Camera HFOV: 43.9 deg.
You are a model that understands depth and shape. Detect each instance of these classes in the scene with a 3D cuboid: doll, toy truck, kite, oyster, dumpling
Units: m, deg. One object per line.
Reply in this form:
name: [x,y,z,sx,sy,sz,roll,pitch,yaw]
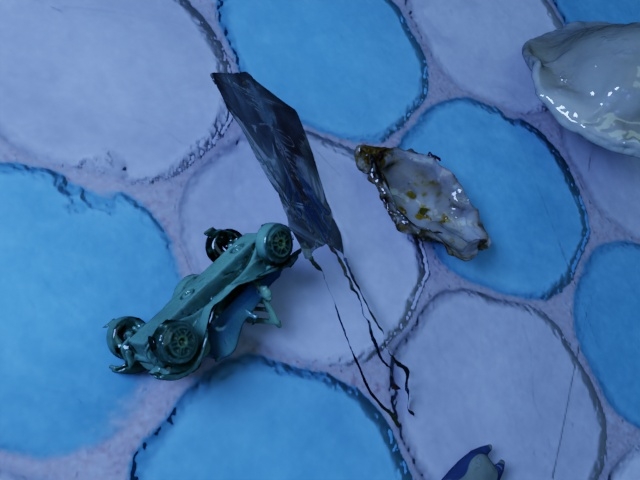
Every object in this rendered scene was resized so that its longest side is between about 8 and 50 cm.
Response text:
doll: [0.105,0.205,0.629,0.125,0.027,0.037,-33,77,-34]
toy truck: [-0.079,0.055,0.589,0.154,0.080,0.078,-47,119,-35]
kite: [-0.002,0.001,0.626,0.310,0.015,0.169,66,16,13]
oyster: [0.089,-0.034,0.721,0.148,0.051,0.103,51,38,3]
dumpling: [0.307,-0.184,0.867,0.179,0.131,0.252,9,49,2]
